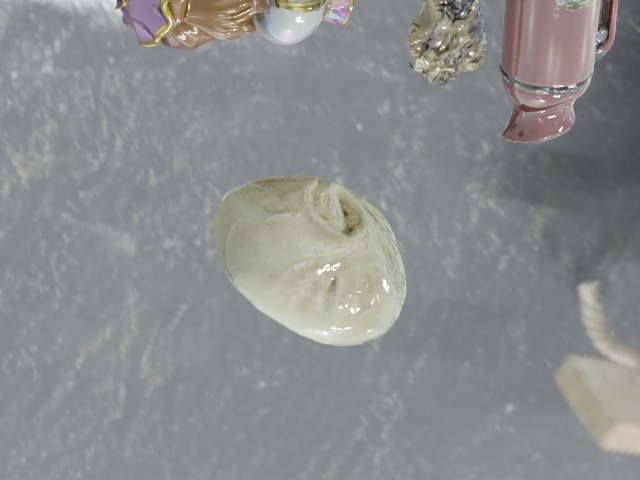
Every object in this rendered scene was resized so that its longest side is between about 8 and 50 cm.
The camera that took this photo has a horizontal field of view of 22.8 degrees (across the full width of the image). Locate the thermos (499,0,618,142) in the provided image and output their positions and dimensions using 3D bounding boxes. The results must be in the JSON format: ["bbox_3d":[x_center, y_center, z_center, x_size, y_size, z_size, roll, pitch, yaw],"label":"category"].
[{"bbox_3d":[0.267,-0.262,1.795,0.136,0.109,0.330,-48,147,-45],"label":"thermos"}]

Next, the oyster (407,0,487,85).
[{"bbox_3d":[0.121,-0.186,1.414,0.148,0.051,0.103,19,90,-75],"label":"oyster"}]

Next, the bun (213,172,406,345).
[{"bbox_3d":[0.000,0.000,1.349,0.183,0.183,0.102,19,122,-32],"label":"bun"}]

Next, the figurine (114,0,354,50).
[{"bbox_3d":[-0.100,-0.274,1.694,0.263,0.189,0.142,-5,110,-20],"label":"figurine"}]
